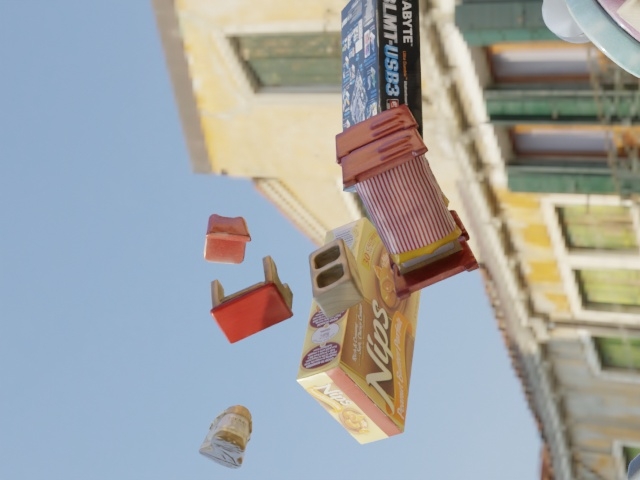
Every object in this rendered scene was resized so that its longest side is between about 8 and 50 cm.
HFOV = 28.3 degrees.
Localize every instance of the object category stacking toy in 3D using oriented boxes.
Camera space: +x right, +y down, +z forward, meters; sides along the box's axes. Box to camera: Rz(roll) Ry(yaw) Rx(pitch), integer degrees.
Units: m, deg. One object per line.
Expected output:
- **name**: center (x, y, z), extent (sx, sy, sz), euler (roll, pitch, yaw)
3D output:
- **stacking toy**: center (0.356, -0.144, 1.236), extent (0.309, 0.130, 0.279), euler (41, -150, -3)

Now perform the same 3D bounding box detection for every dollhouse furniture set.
- **dollhouse furniture set**: center (0.000, 0.000, 1.698), extent (0.201, 0.374, 0.152), euler (60, -170, -28)

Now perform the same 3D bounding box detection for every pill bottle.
- **pill bottle**: center (0.372, -0.331, 1.774), extent (0.184, 0.103, 0.103), euler (-30, -61, -59)

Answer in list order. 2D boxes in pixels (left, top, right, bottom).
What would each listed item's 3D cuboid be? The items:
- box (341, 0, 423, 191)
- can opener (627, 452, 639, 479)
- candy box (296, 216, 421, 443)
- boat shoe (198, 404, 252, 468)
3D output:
- **box**: center (0.086, -0.223, 1.880), extent (0.295, 0.073, 0.293), euler (171, 97, -81)
- **can opener**: center (0.464, 0.222, 1.535), extent (0.280, 0.074, 0.093), euler (114, 177, -46)
- **candy box**: center (0.068, 0.140, 2.021), extent (0.183, 0.087, 0.316), euler (47, -143, -32)
- **boat shoe**: center (-0.119, 0.259, 1.683), extent (0.170, 0.063, 0.059), euler (127, 166, -65)
